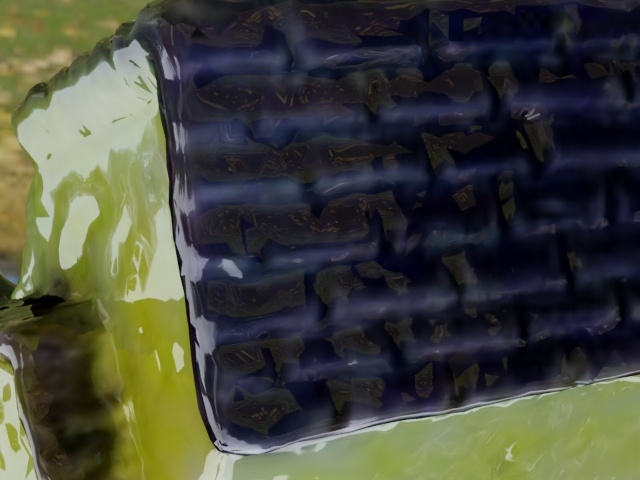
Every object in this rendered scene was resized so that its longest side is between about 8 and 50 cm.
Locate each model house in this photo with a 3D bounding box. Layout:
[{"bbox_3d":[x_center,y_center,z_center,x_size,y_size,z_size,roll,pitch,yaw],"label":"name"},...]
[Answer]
[{"bbox_3d":[0.000,0.000,0.461,0.194,0.211,0.170,-5,-138,-32],"label":"model house"}]
